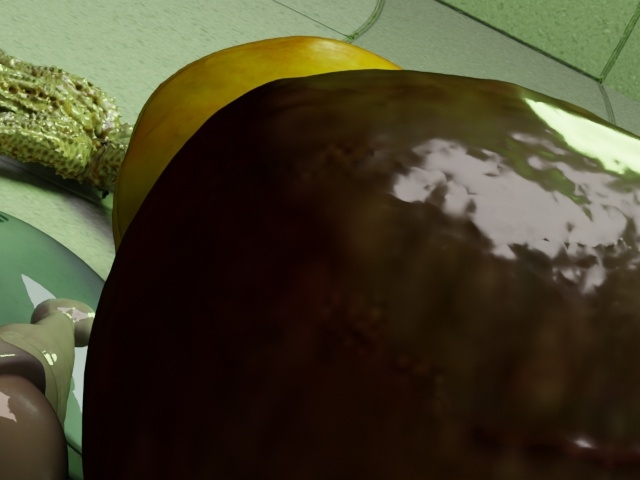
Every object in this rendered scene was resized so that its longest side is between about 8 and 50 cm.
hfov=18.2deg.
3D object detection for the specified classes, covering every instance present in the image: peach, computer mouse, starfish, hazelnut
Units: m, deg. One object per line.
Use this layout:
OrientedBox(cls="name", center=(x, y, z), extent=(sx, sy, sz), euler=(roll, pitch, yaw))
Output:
OrientedBox(cls="peach", center=(0.000, 0.002, 1.473), extent=(0.308, 0.289, 0.289), euler=(5, 23, -7))
OrientedBox(cls="computer mouse", center=(-0.186, 0.060, 1.372), extent=(0.288, 0.097, 0.159), euler=(35, 17, 21))
OrientedBox(cls="starfish", center=(-0.222, -0.088, 1.729), extent=(0.294, 0.084, 0.301), euler=(24, 20, -8))
OrientedBox(cls="hazelnut", center=(0.066, 0.104, 1.122), extent=(0.421, 0.421, 0.352), euler=(15, 27, -34))

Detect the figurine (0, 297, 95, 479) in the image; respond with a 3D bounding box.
OrientedBox(cls="figurine", center=(-0.192, 0.109, 1.137), extent=(0.186, 0.176, 0.287), euler=(25, 6, 25))
